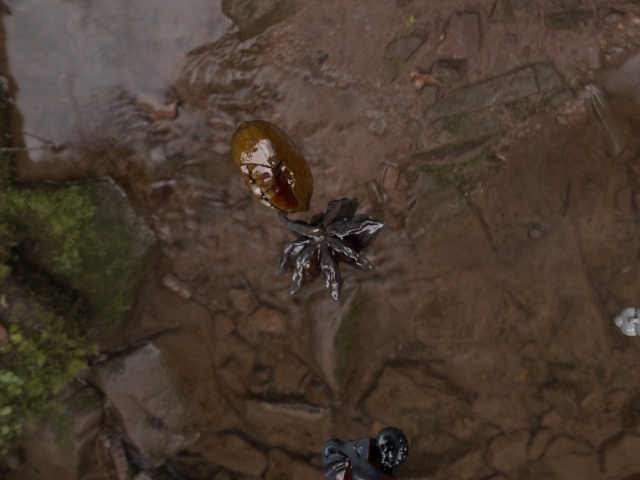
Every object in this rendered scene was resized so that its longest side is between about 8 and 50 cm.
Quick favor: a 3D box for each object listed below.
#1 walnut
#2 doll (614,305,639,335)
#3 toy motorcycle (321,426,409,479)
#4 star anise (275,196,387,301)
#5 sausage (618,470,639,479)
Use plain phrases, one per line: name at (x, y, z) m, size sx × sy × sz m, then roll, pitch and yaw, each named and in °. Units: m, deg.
walnut at (-0.079, -0.123, 1.230) m, size 0.115 × 0.116 × 0.207 m, roll -23°, pitch 125°, yaw 24°
doll at (0.666, 0.164, 1.435) m, size 0.106 × 0.162 × 0.062 m, roll -9°, pitch 80°, yaw 44°
toy motorcycle at (0.077, 0.394, 1.217) m, size 0.082 × 0.122 × 0.213 m, roll 16°, pitch 151°, yaw -35°
star anise at (-0.001, 0.000, 1.209) m, size 0.231 × 0.209 × 0.089 m, roll 9°, pitch 148°, yaw 28°
sausage at (0.195, 0.300, 0.665) m, size 0.347 × 0.053 × 0.053 m, roll -26°, pitch 110°, yaw 0°
